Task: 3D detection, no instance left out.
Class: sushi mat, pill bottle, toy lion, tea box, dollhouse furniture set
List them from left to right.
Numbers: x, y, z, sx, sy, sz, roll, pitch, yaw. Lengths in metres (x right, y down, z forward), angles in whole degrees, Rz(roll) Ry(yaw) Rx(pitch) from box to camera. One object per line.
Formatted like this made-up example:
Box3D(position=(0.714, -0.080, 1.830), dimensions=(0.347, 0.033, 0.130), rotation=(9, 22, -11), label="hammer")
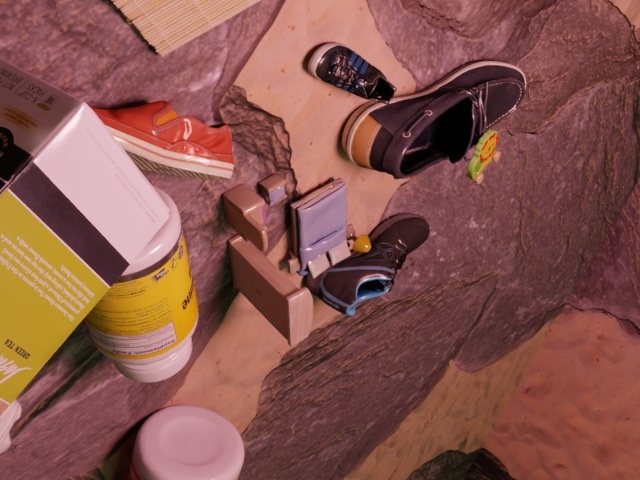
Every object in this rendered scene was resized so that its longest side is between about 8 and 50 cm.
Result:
Box3D(position=(-0.417, -0.030, 0.921), dimensions=(0.323, 0.329, 0.220), rotation=(-51, 148, -16), label="tea box")
Box3D(position=(-0.301, 0.081, 1.338), dimensions=(0.188, 0.188, 0.333), rotation=(-31, 143, -25), label="pill bottle")
Box3D(position=(-0.317, 0.575, 1.778), dimensions=(0.229, 0.229, 0.407), rotation=(-13, 133, -41), label="pill bottle")
Box3D(position=(-0.125, -0.367, 1.121), dimensions=(0.317, 0.019, 0.151), rotation=(-27, 154, 10), label="sushi mat")
Box3D(position=(0.000, 0.000, 1.588), dimensions=(0.303, 0.198, 0.286), rotation=(-30, 143, -26), label="dollhouse furniture set")
Box3D(position=(0.337, -0.178, 1.692), dimensions=(0.100, 0.034, 0.096), rotation=(-52, 152, -8), label="toy lion")

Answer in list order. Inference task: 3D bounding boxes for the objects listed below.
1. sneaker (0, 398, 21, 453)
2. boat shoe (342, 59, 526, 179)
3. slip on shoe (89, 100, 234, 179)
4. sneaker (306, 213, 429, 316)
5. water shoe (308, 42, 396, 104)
Box3D(position=(-0.584, 0.359, 1.390), dimensions=(0.232, 0.090, 0.115), rotation=(-52, 150, 7), label="sneaker")
Box3D(position=(0.272, -0.243, 1.692), dimensions=(0.500, 0.156, 0.186), rotation=(-23, 137, -35), label="boat shoe")
Box3D(position=(-0.263, -0.163, 1.226), dimensions=(0.331, 0.123, 0.101), rotation=(9, 85, -46), label="slip on shoe")
Box3D(position=(0.136, 0.060, 1.852), dimensions=(0.341, 0.140, 0.125), rotation=(-32, 141, -25), label="sneaker")
Box3D(position=(0.065, -0.298, 1.467), dimensions=(0.203, 0.080, 0.073), rotation=(5, 120, -50), label="water shoe")
